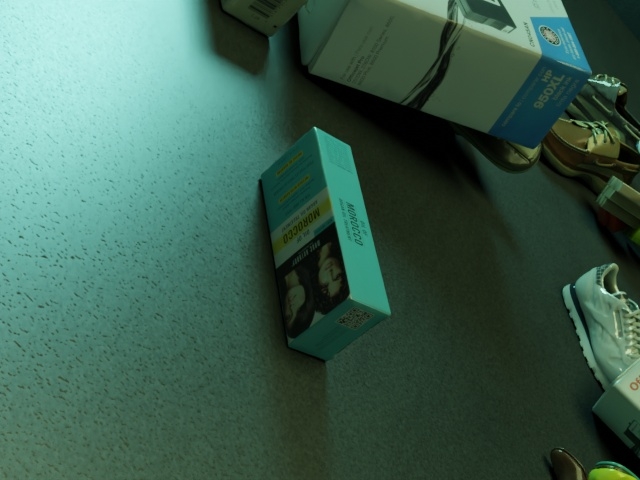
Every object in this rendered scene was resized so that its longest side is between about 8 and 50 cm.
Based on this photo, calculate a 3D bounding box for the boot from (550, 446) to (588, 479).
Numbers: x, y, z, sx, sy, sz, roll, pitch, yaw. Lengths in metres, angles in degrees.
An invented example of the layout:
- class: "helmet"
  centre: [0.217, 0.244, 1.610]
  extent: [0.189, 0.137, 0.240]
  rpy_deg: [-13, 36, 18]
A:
- class: "boot"
  centre: [0.294, 0.313, 1.256]
  extent: [0.114, 0.037, 0.106]
  rpy_deg: [-5, 60, -51]

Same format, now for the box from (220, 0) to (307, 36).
- class: "box"
  centre: [-0.092, -0.429, 1.445]
  extent: [0.094, 0.113, 0.275]
  rpy_deg: [22, 40, -40]

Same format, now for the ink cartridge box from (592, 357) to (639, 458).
- class: "ink cartridge box"
  centre: [0.522, 0.261, 1.471]
  extent: [0.153, 0.087, 0.208]
  rpy_deg: [-30, 66, -31]

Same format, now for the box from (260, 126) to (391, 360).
- class: "box"
  centre: [0.000, 0.000, 1.117]
  extent: [0.060, 0.100, 0.244]
  rpy_deg: [25, 39, -37]

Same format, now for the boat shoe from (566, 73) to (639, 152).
- class: "boat shoe"
  centre: [0.636, -0.314, 2.308]
  extent: [0.355, 0.130, 0.132]
  rpy_deg: [55, 30, 5]

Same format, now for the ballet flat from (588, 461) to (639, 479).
- class: "ballet flat"
  centre: [0.438, 0.371, 1.366]
  extent: [0.231, 0.077, 0.077]
  rpy_deg: [32, 56, -27]

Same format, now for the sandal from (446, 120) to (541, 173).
- class: "sandal"
  centre: [0.250, -0.220, 1.715]
  extent: [0.303, 0.120, 0.086]
  rpy_deg: [57, -11, 21]

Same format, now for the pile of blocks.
- class: "pile of blocks"
  centre: [0.680, 0.004, 2.029]
  extent: [0.362, 0.113, 0.149]
  rpy_deg: [27, 13, -26]

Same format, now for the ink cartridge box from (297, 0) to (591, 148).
- class: "ink cartridge box"
  centre: [0.175, -0.335, 1.545]
  extent: [0.394, 0.166, 0.286]
  rpy_deg: [15, 43, -21]

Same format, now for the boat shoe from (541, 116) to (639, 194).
- class: "boat shoe"
  centre: [0.541, -0.192, 2.054]
  extent: [0.324, 0.120, 0.123]
  rpy_deg: [21, 42, -43]

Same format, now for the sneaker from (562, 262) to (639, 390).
- class: "sneaker"
  centre: [0.466, 0.149, 1.610]
  extent: [0.090, 0.094, 0.235]
  rpy_deg: [17, 46, -48]

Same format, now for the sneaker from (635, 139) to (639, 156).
- class: "sneaker"
  centre: [0.714, -0.130, 2.057]
  extent: [0.080, 0.081, 0.211]
  rpy_deg: [12, 52, -56]
